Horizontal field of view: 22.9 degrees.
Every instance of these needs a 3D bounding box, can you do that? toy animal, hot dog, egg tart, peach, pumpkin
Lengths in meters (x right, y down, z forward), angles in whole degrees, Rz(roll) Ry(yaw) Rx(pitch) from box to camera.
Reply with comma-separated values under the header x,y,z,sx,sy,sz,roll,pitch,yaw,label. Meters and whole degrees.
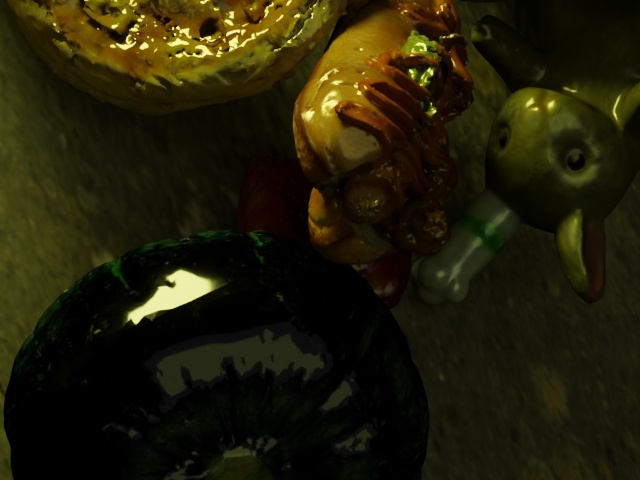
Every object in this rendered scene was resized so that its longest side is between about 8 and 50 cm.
x,y,z,sx,sy,sz,roll,pitch,yaw,label
0.219,-0.102,1.369,0.363,0.181,0.180,-54,144,-25,toy animal
0.061,-0.102,1.228,0.117,0.349,0.158,-4,113,12,hot dog
-0.105,-0.230,1.229,0.290,0.115,0.290,0,83,0,egg tart
0.004,-0.001,1.307,0.127,0.092,0.172,-39,105,-20,peach
-0.076,0.133,1.185,0.315,0.238,0.315,-2,99,-13,pumpkin

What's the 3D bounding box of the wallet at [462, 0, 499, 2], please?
x,y,z,sx,sy,sz,roll,pitch,yaw,label
0.229,-0.270,1.361,0.236,0.160,0.055,-5,131,9,wallet
